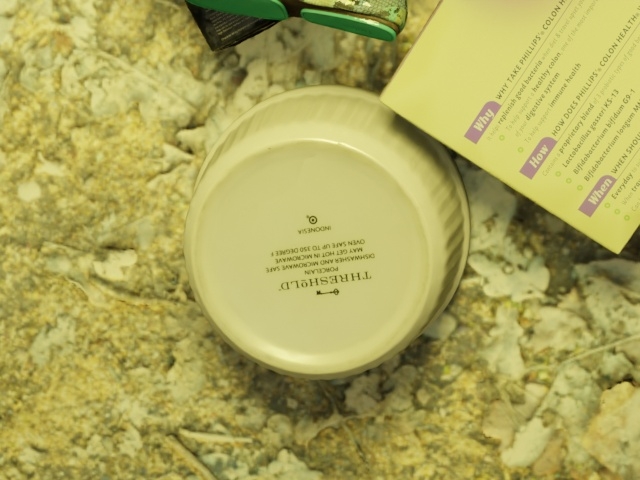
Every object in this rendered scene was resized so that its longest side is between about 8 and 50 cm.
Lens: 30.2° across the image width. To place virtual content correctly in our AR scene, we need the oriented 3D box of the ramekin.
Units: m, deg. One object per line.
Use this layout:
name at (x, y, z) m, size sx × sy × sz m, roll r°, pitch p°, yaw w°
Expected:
ramekin at (0.000, 0.000, 1.073) m, size 0.272 × 0.127 × 0.273 m, roll 2°, pitch 104°, yaw 8°

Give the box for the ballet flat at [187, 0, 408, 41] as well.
ballet flat at (-0.019, -0.210, 0.971) m, size 0.188 × 0.070 × 0.070 m, roll 12°, pitch 105°, yaw 3°

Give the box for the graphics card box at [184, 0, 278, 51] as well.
graphics card box at (-0.074, -0.377, 1.008) m, size 0.232 × 0.094 × 0.371 m, roll -27°, pitch 97°, yaw 14°

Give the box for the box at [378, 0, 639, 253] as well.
box at (0.210, -0.150, 1.008) m, size 0.243 × 0.117 × 0.214 m, roll 32°, pitch 107°, yaw -1°
